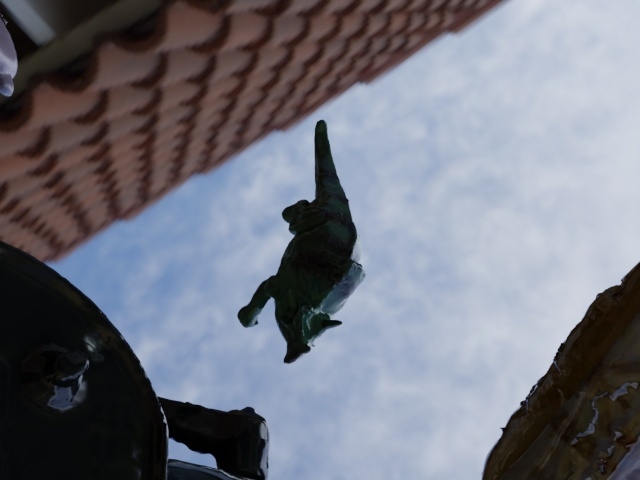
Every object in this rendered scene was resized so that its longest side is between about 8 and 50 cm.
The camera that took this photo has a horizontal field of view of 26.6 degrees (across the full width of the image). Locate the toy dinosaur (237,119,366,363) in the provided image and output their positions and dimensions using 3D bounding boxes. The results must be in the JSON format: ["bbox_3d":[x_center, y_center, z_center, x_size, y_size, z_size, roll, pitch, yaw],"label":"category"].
[{"bbox_3d":[-0.011,0.011,1.273,0.120,0.079,0.292,-45,-155,26],"label":"toy dinosaur"}]

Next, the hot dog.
[{"bbox_3d":[0.147,0.093,0.631,0.252,0.131,0.069,-56,-144,19],"label":"hot dog"}]

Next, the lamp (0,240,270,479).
[{"bbox_3d":[-0.204,0.123,0.551,0.272,0.374,0.205,-22,-121,34],"label":"lamp"}]

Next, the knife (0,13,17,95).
[{"bbox_3d":[-0.278,-0.246,0.910,0.038,0.132,0.398,-36,-127,14],"label":"knife"}]
